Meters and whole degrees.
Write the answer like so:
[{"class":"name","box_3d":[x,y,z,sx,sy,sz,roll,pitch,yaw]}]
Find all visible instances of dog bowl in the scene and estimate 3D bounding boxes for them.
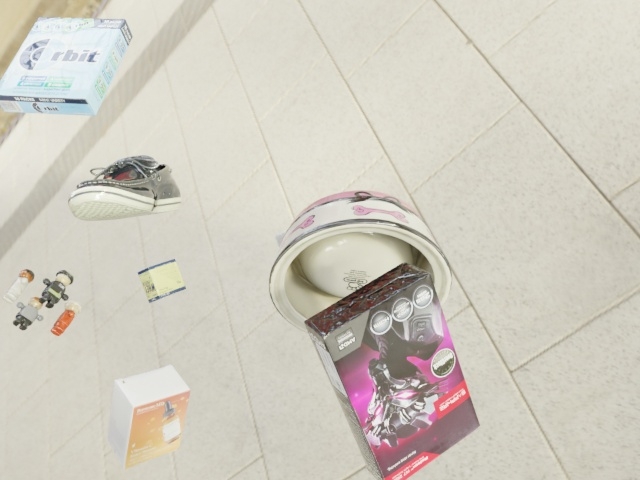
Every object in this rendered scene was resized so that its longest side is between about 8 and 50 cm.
[{"class":"dog bowl","box_3d":[0.087,0.057,1.378,0.408,0.408,0.150,-33,37,28]}]

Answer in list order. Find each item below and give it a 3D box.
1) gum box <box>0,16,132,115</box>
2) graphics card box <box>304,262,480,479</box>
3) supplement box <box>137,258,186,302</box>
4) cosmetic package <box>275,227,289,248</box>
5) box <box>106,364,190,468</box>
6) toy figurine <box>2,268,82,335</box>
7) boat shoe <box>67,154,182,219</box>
[{"class":"gum box","box_3d":[-0.406,-0.282,0.956,0.157,0.041,0.184,4,59,9]},{"class":"graphics card box","box_3d":[0.143,0.254,1.112,0.233,0.371,0.094,-28,21,-17]},{"class":"supplement box","box_3d":[-0.397,0.101,1.496,0.056,0.083,0.083,-21,90,42]},{"class":"cosmetic package","box_3d":[0.000,0.000,1.636,0.231,0.085,0.117,-16,100,31]},{"class":"box","box_3d":[-0.360,0.366,1.248,0.091,0.130,0.170,37,123,39]},{"class":"toy figurine","box_3d":[-0.929,0.199,2.008,0.209,0.213,0.148,5,40,7]},{"class":"boat shoe","box_3d":[-0.491,-0.137,1.525,0.187,0.500,0.156,-8,94,7]}]
